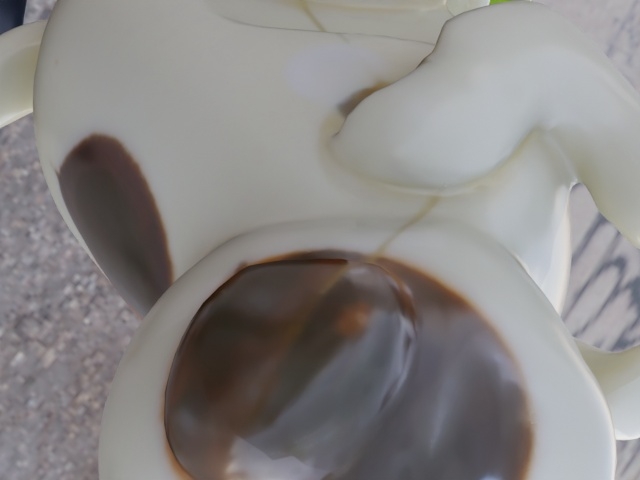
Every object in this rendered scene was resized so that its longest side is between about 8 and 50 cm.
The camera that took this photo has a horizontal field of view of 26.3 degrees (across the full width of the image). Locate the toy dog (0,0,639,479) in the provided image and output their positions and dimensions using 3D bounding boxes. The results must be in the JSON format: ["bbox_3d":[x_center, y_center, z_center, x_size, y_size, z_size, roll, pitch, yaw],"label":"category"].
[{"bbox_3d":[0.000,0.000,0.643,0.396,0.408,0.284,6,131,-15],"label":"toy dog"}]

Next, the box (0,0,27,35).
[{"bbox_3d":[-0.417,-0.253,1.033,0.212,0.396,0.293,29,58,-49],"label":"box"}]

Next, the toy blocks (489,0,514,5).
[{"bbox_3d":[0.134,-0.264,1.334,0.261,0.191,0.381,-54,-173,-28],"label":"toy blocks"}]
